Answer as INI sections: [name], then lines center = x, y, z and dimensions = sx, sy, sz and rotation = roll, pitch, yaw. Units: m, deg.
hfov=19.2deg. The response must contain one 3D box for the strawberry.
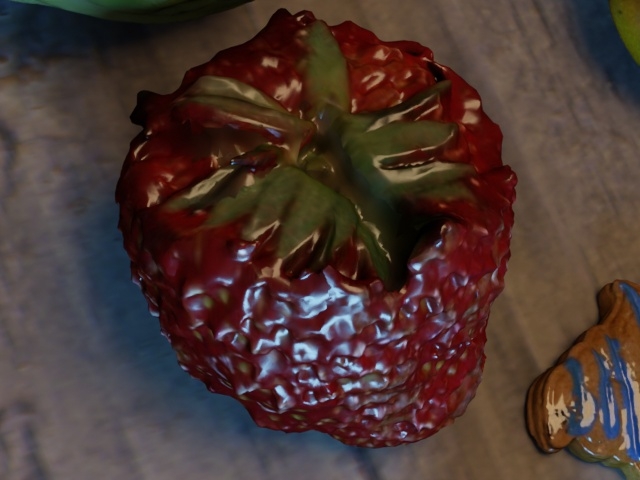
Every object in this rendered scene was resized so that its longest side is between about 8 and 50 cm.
[strawberry]
center = 0.002, 0.004, 1.213
dimensions = 0.261, 0.258, 0.261
rotation = 4, 56, -6

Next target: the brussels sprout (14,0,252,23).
[brussels sprout]
center = -0.137, -0.287, 1.235
dimensions = 0.328, 0.247, 0.328
rotation = 3, 82, -20

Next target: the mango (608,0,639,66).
[mango]
center = 0.335, -0.181, 1.544
dimensions = 0.262, 0.109, 0.157
rotation = -5, 82, -29

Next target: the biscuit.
[biscuit]
center = 0.269, 0.112, 1.415
dimensions = 0.280, 0.043, 0.183
rotation = -9, 76, -30
